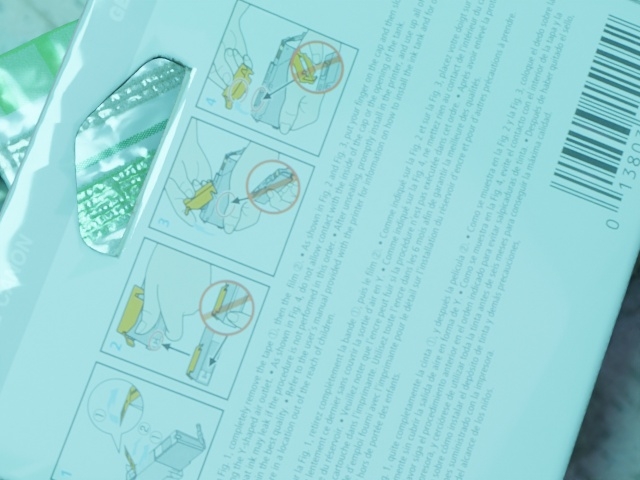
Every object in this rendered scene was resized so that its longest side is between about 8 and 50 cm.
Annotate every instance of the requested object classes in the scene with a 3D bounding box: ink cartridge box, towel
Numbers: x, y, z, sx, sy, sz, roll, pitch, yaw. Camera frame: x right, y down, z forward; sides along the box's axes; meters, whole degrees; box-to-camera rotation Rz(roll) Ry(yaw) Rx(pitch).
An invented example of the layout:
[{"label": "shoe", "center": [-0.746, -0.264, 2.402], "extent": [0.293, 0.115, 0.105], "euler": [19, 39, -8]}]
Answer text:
[{"label": "ink cartridge box", "center": [0.000, 0.000, 0.755], "extent": [0.261, 0.066, 0.296], "euler": [22, 79, -5]}, {"label": "towel", "center": [-0.101, -0.038, 0.865], "extent": [0.113, 0.023, 0.152], "euler": [-26, 79, -11]}]
